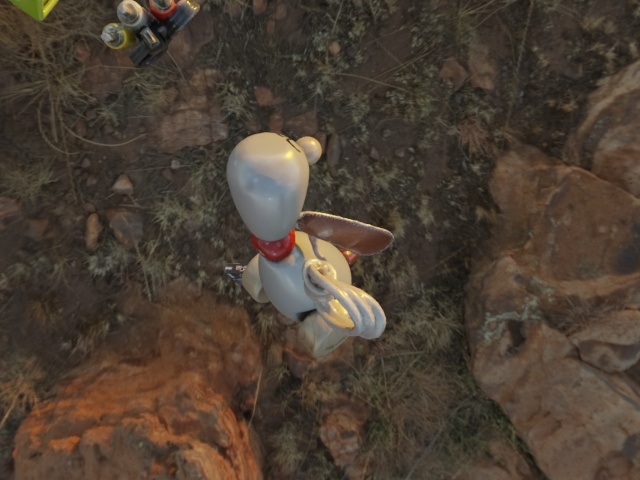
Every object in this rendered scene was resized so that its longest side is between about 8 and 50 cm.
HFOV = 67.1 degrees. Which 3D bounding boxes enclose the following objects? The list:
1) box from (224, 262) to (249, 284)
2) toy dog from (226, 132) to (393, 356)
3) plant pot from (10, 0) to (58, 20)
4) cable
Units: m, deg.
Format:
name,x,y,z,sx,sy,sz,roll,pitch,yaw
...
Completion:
name,x,y,z,sx,sy,sz,roll,pitch,yaw
box,-0.123,0.061,0.852,0.067,0.083,0.018,1,70,10
toy dog,0.000,0.000,0.557,0.161,0.333,0.220,-41,84,-21
plant pot,-0.613,-0.638,0.973,0.207,0.228,0.227,28,65,-21
cable,-0.264,-0.335,0.759,0.140,0.287,0.072,-38,114,-3
